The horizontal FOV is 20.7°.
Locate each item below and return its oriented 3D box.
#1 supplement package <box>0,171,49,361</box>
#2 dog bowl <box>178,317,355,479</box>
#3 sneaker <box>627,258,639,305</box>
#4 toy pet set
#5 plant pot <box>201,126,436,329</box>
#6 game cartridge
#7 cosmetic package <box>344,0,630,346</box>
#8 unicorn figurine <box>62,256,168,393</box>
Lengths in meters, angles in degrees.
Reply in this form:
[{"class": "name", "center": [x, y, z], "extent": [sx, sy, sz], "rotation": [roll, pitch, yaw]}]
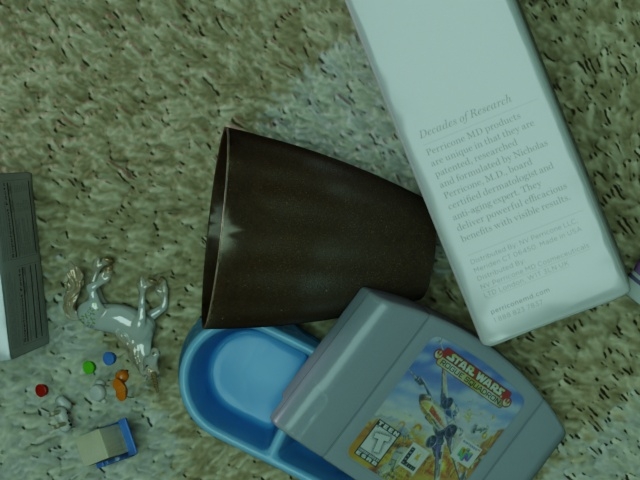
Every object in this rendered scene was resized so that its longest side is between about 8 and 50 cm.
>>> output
[{"class": "supplement package", "center": [-0.456, 0.038, 1.941], "extent": [0.262, 0.145, 0.204], "rotation": [-6, 93, 9]}, {"class": "dog bowl", "center": [-0.025, 0.179, 1.926], "extent": [0.297, 0.074, 0.166], "rotation": [26, 97, 6]}, {"class": "sneaker", "center": [0.474, 0.075, 1.838], "extent": [0.282, 0.102, 0.161], "rotation": [39, 95, 4]}, {"class": "toy pet set", "center": [-0.241, 0.191, 1.962], "extent": [0.122, 0.065, 0.114], "rotation": [-24, 82, 31]}, {"class": "plant pot", "center": [0.000, 0.000, 1.861], "extent": [0.230, 0.215, 0.215], "rotation": [7, 95, -8]}, {"class": "game cartridge", "center": [0.115, 0.185, 1.843], "extent": [0.297, 0.062, 0.198], "rotation": [36, 96, -26]}, {"class": "cosmetic package", "center": [0.162, -0.137, 1.802], "extent": [0.161, 0.230, 0.453], "rotation": [-21, 90, 9]}, {"class": "unicorn figurine", "center": [-0.217, 0.088, 1.960], "extent": [0.162, 0.060, 0.111], "rotation": [22, 100, 22]}]
